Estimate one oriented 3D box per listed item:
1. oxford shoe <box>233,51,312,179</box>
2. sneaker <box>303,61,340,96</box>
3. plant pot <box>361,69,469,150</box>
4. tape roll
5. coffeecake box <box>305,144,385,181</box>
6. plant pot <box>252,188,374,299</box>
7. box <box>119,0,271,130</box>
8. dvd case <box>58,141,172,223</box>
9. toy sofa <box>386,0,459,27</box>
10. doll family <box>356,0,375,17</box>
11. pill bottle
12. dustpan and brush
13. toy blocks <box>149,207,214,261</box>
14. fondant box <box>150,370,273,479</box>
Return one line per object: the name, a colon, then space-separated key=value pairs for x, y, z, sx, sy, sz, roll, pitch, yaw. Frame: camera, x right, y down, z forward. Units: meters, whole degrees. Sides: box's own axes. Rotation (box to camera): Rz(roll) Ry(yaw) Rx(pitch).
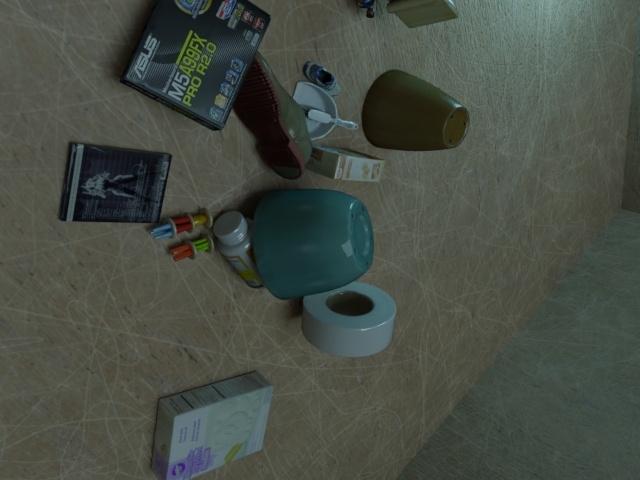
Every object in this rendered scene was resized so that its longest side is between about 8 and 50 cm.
oxford shoe: x=-0.115 y=-0.320 z=1.370 sx=0.130 sy=0.123 sz=0.348 roll=-60 pitch=142 yaw=-38
sneaker: x=0.015 y=-0.412 z=1.469 sx=0.135 sy=0.058 sz=0.052 roll=24 pitch=93 yaw=-49
plant pot: x=0.289 y=-0.352 z=1.629 sx=0.237 sy=0.254 sz=0.237 roll=-22 pitch=125 yaw=-35
tape roll: x=0.085 y=0.230 z=1.710 sx=0.286 sy=0.286 sz=0.100 roll=-17 pitch=121 yaw=-38
coffeecake box: x=0.061 y=-0.213 z=1.557 sx=0.185 sy=0.142 sz=0.068 roll=-3 pitch=112 yaw=-44
plant pot: x=0.000 y=0.000 z=1.447 sx=0.293 sy=0.235 sz=0.293 roll=-6 pitch=90 yaw=-66
box: x=-0.249 y=-0.391 z=1.147 sx=0.216 sy=0.060 sz=0.270 roll=26 pitch=84 yaw=-31
dvd case: x=-0.434 y=-0.117 z=1.208 sx=0.221 sy=0.018 sz=0.164 roll=-1 pitch=112 yaw=-46
toy sofa: x=0.268 y=-0.741 z=1.407 sx=0.177 sy=0.150 sz=0.362 roll=20 pitch=78 yaw=-49
doll family: x=0.149 y=-0.660 z=1.467 sx=0.193 sy=0.076 sz=0.111 roll=-35 pitch=136 yaw=-20
pill bottle: x=-0.188 y=0.023 z=1.453 sx=0.117 sy=0.117 sz=0.215 roll=-47 pitch=137 yaw=-16
dustpan and brush: x=0.014 y=-0.328 z=1.509 sx=0.211 sy=0.060 sz=0.147 roll=3 pitch=109 yaw=-45
toy blocks: x=-0.330 y=-0.004 z=1.339 sx=0.148 sy=0.054 sz=0.123 roll=-21 pitch=124 yaw=-40
fondant box: x=-0.306 y=0.535 z=1.622 sx=0.330 sy=0.096 sz=0.238 roll=-5 pitch=114 yaw=-42
